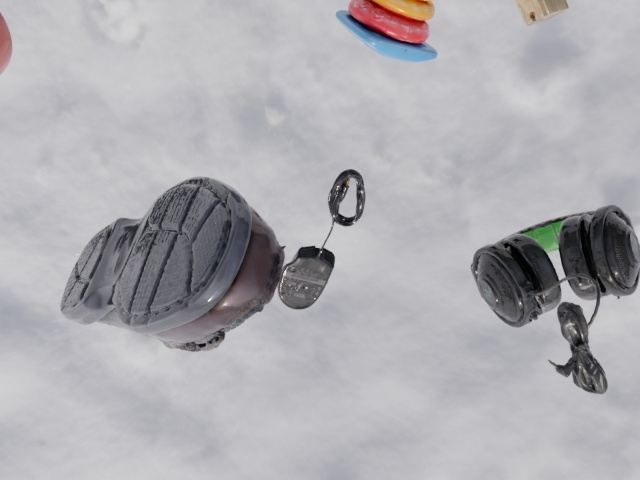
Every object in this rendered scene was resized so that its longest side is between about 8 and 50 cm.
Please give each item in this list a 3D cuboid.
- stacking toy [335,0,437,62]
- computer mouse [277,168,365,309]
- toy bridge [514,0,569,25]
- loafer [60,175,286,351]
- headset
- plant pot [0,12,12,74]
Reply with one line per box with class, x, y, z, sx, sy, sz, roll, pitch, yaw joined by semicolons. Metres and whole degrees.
stacking toy;0.164;-0.495;1.320;0.175;0.165;0.301;2;125;-31
computer mouse;0.000;0.000;1.015;0.071;0.041;0.242;17;121;-18
toy bridge;0.137;-0.260;0.570;0.063;0.026;0.188;-26;97;-35
loafer;-0.098;0.028;0.523;0.095;0.302;0.109;29;70;-28
headset;0.350;0.065;1.054;0.243;0.394;0.185;-20;99;16
plant pot;-0.721;-0.312;1.285;0.275;0.275;0.243;11;50;-5
